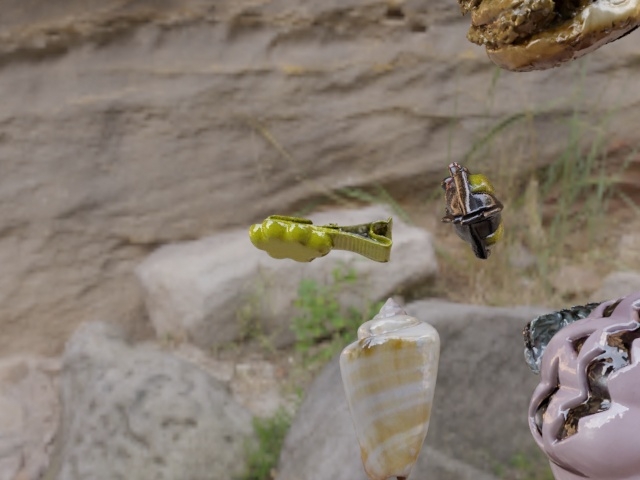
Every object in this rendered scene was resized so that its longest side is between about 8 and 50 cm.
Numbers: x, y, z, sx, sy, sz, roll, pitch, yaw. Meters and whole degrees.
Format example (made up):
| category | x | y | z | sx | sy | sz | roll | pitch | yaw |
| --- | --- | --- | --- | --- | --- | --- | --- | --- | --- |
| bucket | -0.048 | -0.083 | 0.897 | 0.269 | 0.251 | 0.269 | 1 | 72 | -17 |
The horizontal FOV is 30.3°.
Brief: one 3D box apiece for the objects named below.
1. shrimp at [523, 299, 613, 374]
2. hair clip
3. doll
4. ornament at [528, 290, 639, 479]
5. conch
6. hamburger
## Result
| category | x | y | z | sx | sy | sz | roll | pitch | yaw |
| --- | --- | --- | --- | --- | --- | --- | --- | --- | --- |
| shrimp | 0.470 | 0.110 | 1.556 | 0.411 | 0.221 | 0.166 | -8 | 3 | 41 |
| hair clip | 0.000 | 0.000 | 1.420 | 0.173 | 0.072 | 0.046 | 3 | 58 | 1 |
| doll | 0.214 | -0.047 | 1.677 | 0.127 | 0.088 | 0.249 | 46 | 5 | 0 |
| ornament | 0.235 | 0.122 | 0.839 | 0.178 | 0.177 | 0.177 | 1 | 21 | -1 |
| conch | 0.090 | 0.203 | 1.657 | 0.158 | 0.255 | 0.127 | -14 | -30 | 28 |
| hamburger | 0.300 | -0.337 | 1.574 | 0.245 | 0.211 | 0.260 | -26 | 2 | 25 |
